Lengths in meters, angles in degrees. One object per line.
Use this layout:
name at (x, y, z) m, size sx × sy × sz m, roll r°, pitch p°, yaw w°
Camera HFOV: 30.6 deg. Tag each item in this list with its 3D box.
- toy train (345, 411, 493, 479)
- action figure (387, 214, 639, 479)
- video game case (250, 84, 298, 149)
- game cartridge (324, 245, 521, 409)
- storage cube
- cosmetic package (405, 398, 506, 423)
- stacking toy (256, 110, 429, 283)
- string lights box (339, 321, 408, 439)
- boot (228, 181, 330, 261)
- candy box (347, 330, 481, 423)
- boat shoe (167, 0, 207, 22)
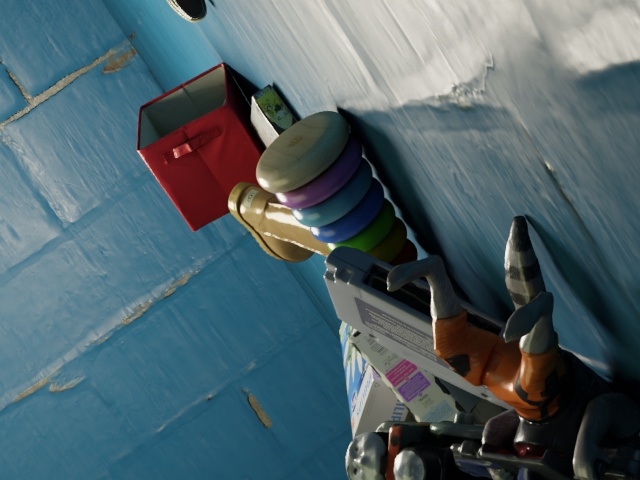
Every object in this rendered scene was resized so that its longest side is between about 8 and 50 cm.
toy train at (0.186, 0.276, 1.422) m, size 0.334 × 0.142 × 0.190 m, roll 8°, pitch 172°, yaw -41°
action figure at (0.254, 0.149, 1.137) m, size 0.341 × 0.178 × 0.330 m, roll 3°, pitch 141°, yaw 48°
video game case at (-0.040, -0.139, 1.926) m, size 0.210 × 0.042 × 0.232 m, roll 54°, pitch 173°, yaw 3°
game cartridge at (0.146, 0.119, 1.499) m, size 0.294 × 0.060 × 0.196 m, roll 27°, pitch 157°, yaw 20°
storage cube at (-0.200, -0.169, 2.098) m, size 0.193 × 0.183 × 0.215 m, roll 58°, pitch -170°, yaw -29°
cosmetic package at (0.182, 0.275, 1.969) m, size 0.113 × 0.160 × 0.309 m, roll 56°, pitch 172°, yaw -16°
stacking toy at (0.061, -0.012, 1.582) m, size 0.330 × 0.141 × 0.141 m, roll 51°, pitch 175°, yaw -25°
string lights box at (0.091, 0.187, 1.874) m, size 0.260 × 0.076 × 0.133 m, roll -96°, pitch 18°, yaw -54°
boot at (0.000, 0.000, 1.927) m, size 0.269 × 0.089 × 0.236 m, roll 18°, pitch 170°, yaw 41°
candy box at (0.151, 0.177, 1.715) m, size 0.196 × 0.070 × 0.165 m, roll 49°, pitch -156°, yaw 6°
boat shoe at (-0.231, -0.412, 1.835) m, size 0.152 × 0.056 × 0.049 m, roll 55°, pitch 178°, yaw -6°
